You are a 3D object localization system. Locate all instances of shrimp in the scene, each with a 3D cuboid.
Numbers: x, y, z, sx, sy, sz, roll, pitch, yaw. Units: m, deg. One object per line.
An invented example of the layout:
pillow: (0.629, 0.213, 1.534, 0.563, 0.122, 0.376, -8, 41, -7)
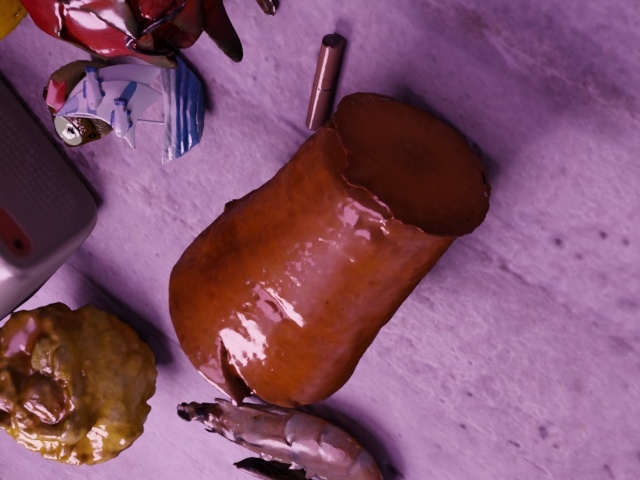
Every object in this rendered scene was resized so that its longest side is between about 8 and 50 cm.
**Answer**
shrimp: (-0.035, 0.228, 1.393, 0.254, 0.059, 0.145, 7, 136, 35)

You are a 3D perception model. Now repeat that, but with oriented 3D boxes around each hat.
hat: (-0.220, -0.134, 1.245, 0.059, 0.076, 0.077, -6, 113, 33)

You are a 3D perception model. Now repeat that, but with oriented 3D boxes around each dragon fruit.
dragon fruit: (-0.154, -0.233, 1.009, 0.192, 0.193, 0.274, -7, 127, 40)

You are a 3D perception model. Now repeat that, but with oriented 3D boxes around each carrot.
carrot: (0.000, 0.000, 1.061, 0.196, 0.196, 0.254, 43, 138, 7)

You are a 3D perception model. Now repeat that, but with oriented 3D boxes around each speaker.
speaker: (-0.431, -0.106, 1.397, 0.406, 0.183, 0.184, 52, 137, -5)

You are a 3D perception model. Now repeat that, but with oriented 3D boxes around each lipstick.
lipstick: (0.003, -0.130, 1.078, 0.019, 0.019, 0.094, 34, 141, 18)

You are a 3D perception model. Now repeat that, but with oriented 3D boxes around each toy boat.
toy boat: (-0.172, -0.137, 1.199, 0.149, 0.034, 0.105, 27, 110, 3)

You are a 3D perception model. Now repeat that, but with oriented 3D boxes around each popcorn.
popcorn: (-0.282, 0.161, 1.469, 0.197, 0.197, 0.155, 35, 171, 17)

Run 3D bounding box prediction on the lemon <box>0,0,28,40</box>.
lemon: (-0.336, -0.259, 1.176, 0.173, 0.173, 0.206, 16, 155, 35)
